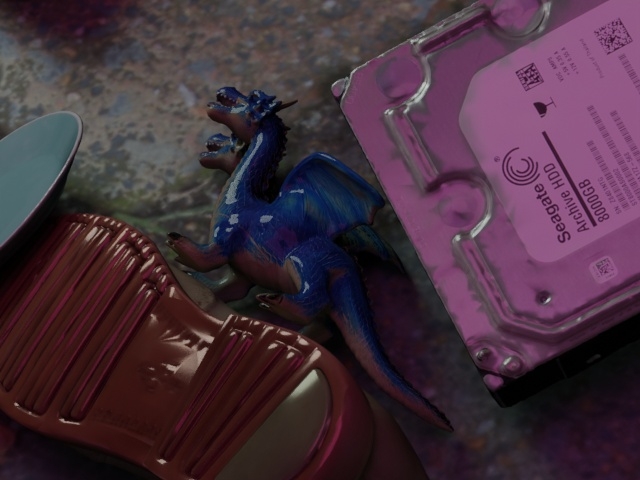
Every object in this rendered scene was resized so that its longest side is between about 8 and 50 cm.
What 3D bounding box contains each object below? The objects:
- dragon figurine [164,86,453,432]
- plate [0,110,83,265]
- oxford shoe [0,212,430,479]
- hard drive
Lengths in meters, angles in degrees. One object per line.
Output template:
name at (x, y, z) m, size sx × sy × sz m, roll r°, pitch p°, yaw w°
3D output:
dragon figurine at (0.000, 0.000, 1.252) m, size 0.289 × 0.085 × 0.144 m, roll 31°, pitch 66°, yaw 32°
plate at (-0.228, -0.015, 1.314) m, size 0.188 × 0.024 × 0.188 m, roll -34°, pitch 27°, yaw 19°
oxford shoe at (-0.086, 0.098, 1.185) m, size 0.140 × 0.146 × 0.397 m, roll -54°, pitch 41°, yaw -5°
hard drive at (0.204, -0.077, 1.187) m, size 0.339 × 0.064 × 0.237 m, roll -28°, pitch 68°, yaw 5°
